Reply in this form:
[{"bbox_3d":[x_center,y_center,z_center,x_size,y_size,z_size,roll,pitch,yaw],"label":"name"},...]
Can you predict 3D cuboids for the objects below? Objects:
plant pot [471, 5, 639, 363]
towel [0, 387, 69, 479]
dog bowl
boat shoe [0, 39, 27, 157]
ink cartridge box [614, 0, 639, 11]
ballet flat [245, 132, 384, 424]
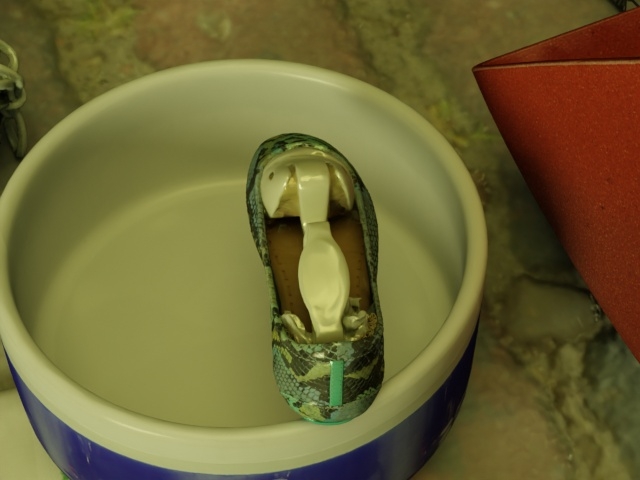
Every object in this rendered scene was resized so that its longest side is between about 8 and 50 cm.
[{"bbox_3d":[0.268,-0.021,0.827,0.267,0.267,0.236,-20,99,-11],"label":"plant pot"},{"bbox_3d":[-0.141,0.172,0.866,0.324,0.038,0.248,-12,51,-6],"label":"towel"},{"bbox_3d":[-0.044,0.027,0.894,0.264,0.104,0.265,0,50,0],"label":"dog bowl"},{"bbox_3d":[-0.229,-0.079,0.976,0.104,0.113,0.306,7,66,-4],"label":"boat shoe"},{"bbox_3d":[0.251,-0.230,1.054,0.172,0.100,0.237,-34,69,-14],"label":"ink cartridge box"},{"bbox_3d":[0.000,0.000,0.806,0.070,0.070,0.188,-9,50,-5],"label":"ballet flat"}]
